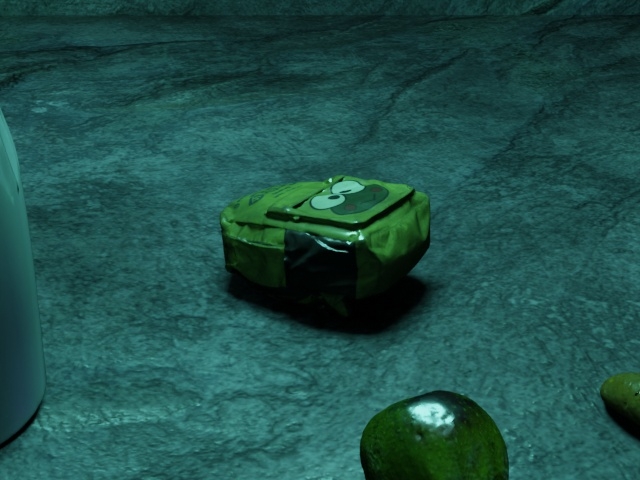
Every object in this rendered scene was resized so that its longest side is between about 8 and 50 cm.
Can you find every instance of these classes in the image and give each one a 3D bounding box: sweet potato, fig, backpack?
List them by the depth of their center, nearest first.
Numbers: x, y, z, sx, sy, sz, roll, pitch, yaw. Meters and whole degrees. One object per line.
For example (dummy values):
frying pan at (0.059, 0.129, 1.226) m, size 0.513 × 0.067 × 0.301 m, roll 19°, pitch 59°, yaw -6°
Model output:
fig at (0.104, 0.205, 0.884) m, size 0.123 × 0.123 × 0.156 m, roll -8°, pitch 63°, yaw -22°
sweet potato at (0.335, 0.183, 0.988) m, size 0.069 × 0.059 × 0.249 m, roll -21°, pitch 29°, yaw -3°
backpack at (0.000, 0.000, 1.305) m, size 0.253 × 0.140 × 0.207 m, roll 8°, pitch 23°, yaw 31°

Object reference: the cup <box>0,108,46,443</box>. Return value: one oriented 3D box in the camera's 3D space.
cup at (-0.392, 0.014, 0.969) m, size 0.253 × 0.371 × 0.253 m, roll 3°, pitch 30°, yaw -2°
